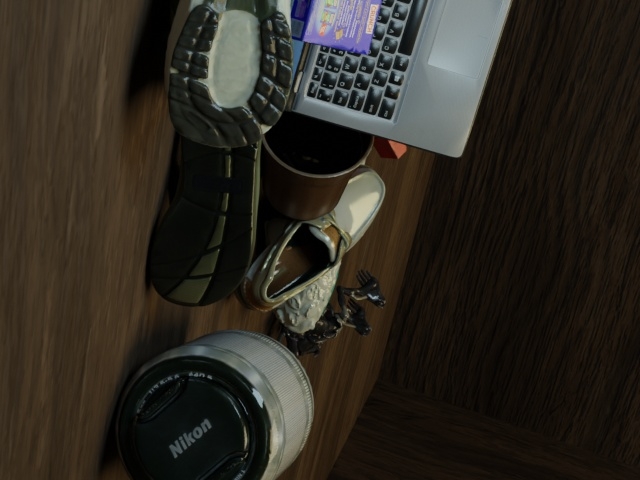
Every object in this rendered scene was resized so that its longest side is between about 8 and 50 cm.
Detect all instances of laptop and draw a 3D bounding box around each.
[{"bbox_3d":[0.078,-0.321,1.727,0.236,0.408,0.382,-126,-128,-75],"label":"laptop"}]

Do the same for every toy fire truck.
[{"bbox_3d":[0.046,-0.186,2.115,0.135,0.047,0.192,-42,118,-25],"label":"toy fire truck"}]

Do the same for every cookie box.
[{"bbox_3d":[0.019,-0.282,1.657,0.107,0.040,0.091,6,103,-38],"label":"cookie box"}]

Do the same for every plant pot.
[{"bbox_3d":[-0.018,-0.122,1.991,0.165,0.167,0.167,108,5,-60],"label":"plant pot"}]

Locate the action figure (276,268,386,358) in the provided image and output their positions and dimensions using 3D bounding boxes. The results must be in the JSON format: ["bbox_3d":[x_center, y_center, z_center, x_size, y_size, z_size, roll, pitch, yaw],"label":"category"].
[{"bbox_3d":[-0.009,0.137,2.535,0.276,0.141,0.164,-12,133,-48],"label":"action figure"}]

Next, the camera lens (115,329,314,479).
[{"bbox_3d":[-0.133,0.234,1.781,0.274,0.219,0.219,-16,123,-78],"label":"camera lens"}]

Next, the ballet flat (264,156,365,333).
[{"bbox_3d":[-0.027,-0.058,2.194,0.147,0.147,0.409,22,83,-80],"label":"ballet flat"}]

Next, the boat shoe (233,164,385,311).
[{"bbox_3d":[0.000,0.000,2.088,0.302,0.113,0.103,-47,-162,-15],"label":"boat shoe"}]

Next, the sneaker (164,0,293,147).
[{"bbox_3d":[-0.095,-0.312,1.411,0.182,0.158,0.410,-139,-118,-67],"label":"sneaker"}]

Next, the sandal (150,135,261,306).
[{"bbox_3d":[-0.126,-0.058,1.629,0.086,0.120,0.302,-86,-170,-72],"label":"sandal"}]
